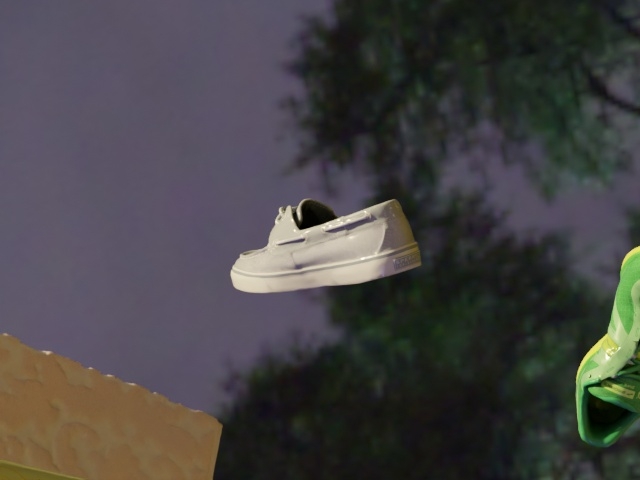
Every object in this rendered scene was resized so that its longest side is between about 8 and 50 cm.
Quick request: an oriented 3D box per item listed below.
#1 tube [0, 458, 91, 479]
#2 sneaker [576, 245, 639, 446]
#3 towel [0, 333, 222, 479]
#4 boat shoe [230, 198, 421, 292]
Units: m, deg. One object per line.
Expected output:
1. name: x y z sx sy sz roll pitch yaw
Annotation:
1. tube: -0.268 0.206 1.504 0.240 0.070 0.062 21 -168 -18
2. sneaker: 0.345 0.118 1.990 0.295 0.109 0.123 103 -176 -48
3. towel: -0.256 0.238 1.618 0.332 0.053 0.317 25 -130 -20
4. boat shoe: 0.000 0.000 1.725 0.079 0.227 0.081 -15 -85 -44
